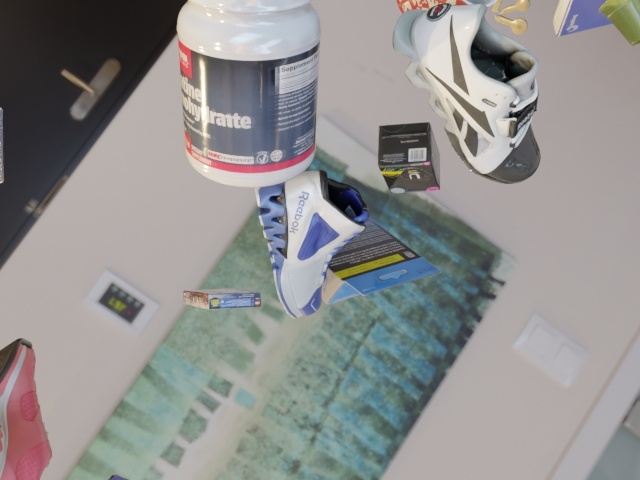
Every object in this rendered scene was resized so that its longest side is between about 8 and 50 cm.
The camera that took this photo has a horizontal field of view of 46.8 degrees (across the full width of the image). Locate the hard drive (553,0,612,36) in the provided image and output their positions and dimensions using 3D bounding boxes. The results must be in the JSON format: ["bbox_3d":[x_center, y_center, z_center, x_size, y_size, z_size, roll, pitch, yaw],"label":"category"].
[{"bbox_3d":[0.598,-0.463,1.330,0.319,0.040,0.210,-12,168,7],"label":"hard drive"}]

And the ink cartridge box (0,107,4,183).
[{"bbox_3d":[-0.388,-0.032,0.495,0.333,0.065,0.165,-5,167,-23],"label":"ink cartridge box"}]

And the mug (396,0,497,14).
[{"bbox_3d":[0.220,-0.429,1.221,0.113,0.150,0.169,57,159,-17],"label":"mug"}]

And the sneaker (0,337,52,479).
[{"bbox_3d":[-0.448,0.273,1.060,0.136,0.116,0.314,52,-169,-32],"label":"sneaker"}]

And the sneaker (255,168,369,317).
[{"bbox_3d":[0.000,-0.001,1.303,0.127,0.182,0.315,-95,-5,-50],"label":"sneaker"}]

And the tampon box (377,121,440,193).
[{"bbox_3d":[0.205,-0.186,1.699,0.120,0.101,0.161,-3,159,17],"label":"tampon box"}]

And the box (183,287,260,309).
[{"bbox_3d":[-0.172,0.100,1.282,0.094,0.027,0.137,0,180,-27],"label":"box"}]

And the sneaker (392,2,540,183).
[{"bbox_3d":[0.245,-0.190,1.015,0.146,0.122,0.330,0,149,46],"label":"sneaker"}]

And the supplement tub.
[{"bbox_3d":[-0.096,-0.228,1.013,0.191,0.191,0.272,30,133,33],"label":"supplement tub"}]

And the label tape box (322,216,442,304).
[{"bbox_3d":[0.084,0.056,1.765,0.241,0.106,0.334,-14,-142,-32],"label":"label tape box"}]

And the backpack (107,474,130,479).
[{"bbox_3d":[-0.335,0.467,1.213,0.101,0.120,0.098,25,179,1],"label":"backpack"}]

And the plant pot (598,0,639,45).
[{"bbox_3d":[0.505,-0.360,1.190,0.079,0.083,0.083,62,175,5],"label":"plant pot"}]

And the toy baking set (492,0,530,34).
[{"bbox_3d":[0.365,-0.533,1.693,0.256,0.030,0.197,48,132,-5],"label":"toy baking set"}]
